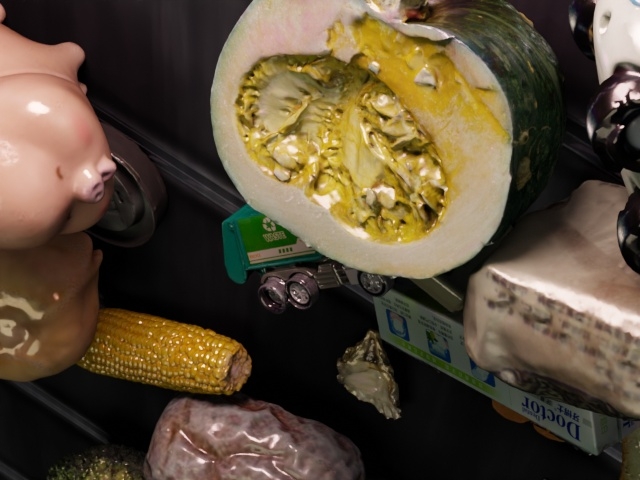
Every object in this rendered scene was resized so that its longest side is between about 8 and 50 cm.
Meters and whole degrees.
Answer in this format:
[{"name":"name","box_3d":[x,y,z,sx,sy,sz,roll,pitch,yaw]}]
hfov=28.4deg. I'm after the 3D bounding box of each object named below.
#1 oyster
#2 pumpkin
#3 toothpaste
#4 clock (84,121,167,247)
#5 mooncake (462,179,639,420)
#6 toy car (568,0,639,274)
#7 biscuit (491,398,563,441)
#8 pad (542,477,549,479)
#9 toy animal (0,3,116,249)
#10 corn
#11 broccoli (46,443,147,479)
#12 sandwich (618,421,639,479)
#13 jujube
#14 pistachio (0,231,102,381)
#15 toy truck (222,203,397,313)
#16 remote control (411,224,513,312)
[{"name":"oyster","box_3d":[0.058,0.174,1.572,0.122,0.045,0.146,-13,129,42]},{"name":"pumpkin","box_3d":[0.078,-0.128,1.107,0.293,0.197,0.263,32,130,18]},{"name":"toothpaste","box_3d":[0.176,0.109,1.281,0.336,0.067,0.081,25,135,52]},{"name":"clock","box_3d":[-0.272,-0.072,1.571,0.184,0.040,0.184,23,142,19]},{"name":"mooncake","box_3d":[0.273,0.054,1.094,0.254,0.250,0.136,21,123,27]},{"name":"toy car","box_3d":[0.300,-0.101,0.968,0.190,0.188,0.255,-13,131,13]},{"name":"biscuit","box_3d":[0.270,0.118,1.340,0.202,0.044,0.288,22,143,9]},{"name":"pad","box_3d":[0.387,0.423,1.614,0.300,0.005,0.202,29,143,10]},{"name":"toy animal","box_3d":[-0.363,-0.129,1.392,0.326,0.269,0.237,26,148,19]},{"name":"corn","box_3d":[-0.229,0.150,1.734,0.310,0.101,0.101,5,134,31]},{"name":"broccoli","box_3d":[-0.328,0.422,2.051,0.198,0.176,0.226,14,124,34]},{"name":"sandwich","box_3d":[0.424,0.231,1.277,0.251,0.087,0.226,12,144,21]},{"name":"jujube","box_3d":[-0.089,0.324,1.726,0.317,0.226,0.226,19,140,14]},{"name":"pistachio","box_3d":[-0.392,0.066,1.660,0.230,0.230,0.309,52,171,-20]},{"name":"toy truck","box_3d":[0.000,0.000,1.379,0.253,0.114,0.124,-12,111,45]},{"name":"remote control","box_3d":[0.058,-0.056,1.259,0.285,0.123,0.038,40,143,-2]}]
